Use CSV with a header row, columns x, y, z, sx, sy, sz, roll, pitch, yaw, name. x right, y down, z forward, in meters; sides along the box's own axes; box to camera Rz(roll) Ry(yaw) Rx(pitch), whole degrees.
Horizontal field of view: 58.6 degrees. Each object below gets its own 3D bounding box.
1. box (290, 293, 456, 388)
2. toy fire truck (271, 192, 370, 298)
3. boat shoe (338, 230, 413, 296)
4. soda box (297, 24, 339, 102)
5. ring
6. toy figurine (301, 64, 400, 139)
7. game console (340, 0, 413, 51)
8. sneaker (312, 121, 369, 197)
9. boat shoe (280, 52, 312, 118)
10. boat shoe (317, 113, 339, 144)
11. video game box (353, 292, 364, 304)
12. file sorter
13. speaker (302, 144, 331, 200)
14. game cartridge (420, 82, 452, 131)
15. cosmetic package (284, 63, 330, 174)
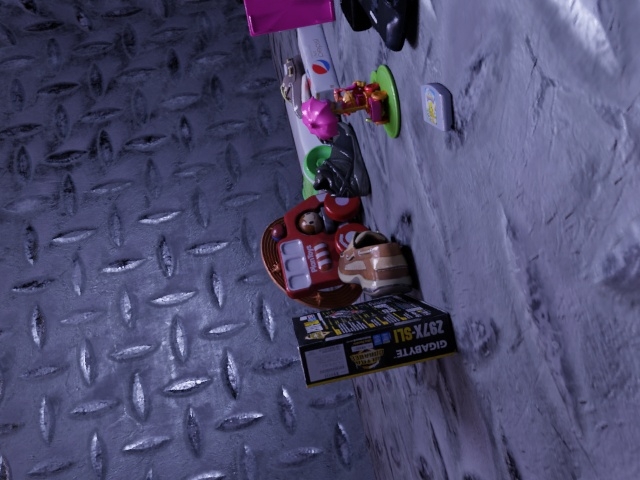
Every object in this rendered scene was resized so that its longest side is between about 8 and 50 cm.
x,y,z,sx,sy,sz,roll,pitch,yaw,name
0.080,0.176,1.080,0.322,0.257,0.079,-176,72,-84,box
0.000,0.000,1.565,0.169,0.254,0.302,86,170,-58,toy fire truck
0.115,0.036,1.240,0.324,0.123,0.119,-161,63,-75,boat shoe
-0.007,-0.473,1.545,0.074,0.069,0.216,91,165,-70,soda box
-0.012,0.051,1.655,0.032,0.337,0.336,-55,39,43,ring
0.042,-0.243,1.028,0.173,0.159,0.130,-108,8,-55,toy figurine
0.076,-0.412,0.911,0.213,0.044,0.361,80,175,-47,game console
0.035,-0.199,1.418,0.087,0.130,0.227,91,168,-62,sneaker
-0.061,-0.447,1.662,0.324,0.097,0.116,-90,-19,-45,boat shoe
0.021,-0.312,1.642,0.183,0.066,0.066,97,159,-75,boat shoe
0.104,0.134,1.942,0.205,0.048,0.187,-108,10,-50,video game box
-0.097,-0.661,1.339,0.182,0.202,0.290,-108,7,-60,file sorter
0.005,-0.191,1.802,0.296,0.131,0.131,95,162,-74,speaker
0.153,-0.180,0.758,0.083,0.017,0.056,-114,16,-66,game cartridge
-0.045,-0.394,2.020,0.284,0.097,0.377,91,166,-77,cosmetic package
